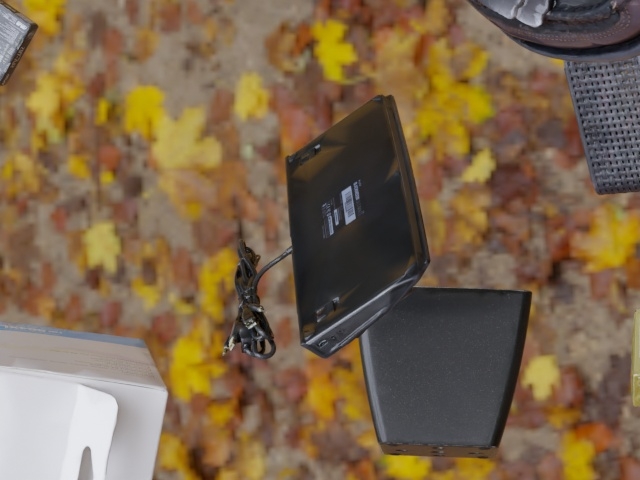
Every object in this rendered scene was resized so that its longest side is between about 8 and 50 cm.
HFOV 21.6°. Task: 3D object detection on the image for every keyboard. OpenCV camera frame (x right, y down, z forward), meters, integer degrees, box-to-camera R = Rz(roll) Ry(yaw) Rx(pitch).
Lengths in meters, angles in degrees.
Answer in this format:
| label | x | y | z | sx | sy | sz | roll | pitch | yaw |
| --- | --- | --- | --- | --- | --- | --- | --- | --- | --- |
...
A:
| label | x | y | z | sx | sy | sz | roll | pitch | yaw |
| --- | --- | --- | --- | --- | --- | --- | --- | --- | --- |
| keyboard | 0.000 | 0.000 | 1.426 | 0.201 | 0.033 | 0.317 | -34 | 26 | 16 |

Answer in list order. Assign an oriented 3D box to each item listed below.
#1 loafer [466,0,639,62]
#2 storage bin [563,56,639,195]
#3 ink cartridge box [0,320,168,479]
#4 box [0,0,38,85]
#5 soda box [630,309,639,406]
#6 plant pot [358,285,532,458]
| label | x | y | z | sx | sy | sz | roll | pitch | yaw |
| --- | --- | --- | --- | --- | --- | --- | --- | --- | --- |
| loafer | 0.079 | -0.172 | 0.862 | 0.109 | 0.095 | 0.302 | -67 | 30 | 15 |
| storage bin | 0.323 | -0.150 | 1.755 | 0.084 | 0.122 | 0.180 | -4 | 118 | 27 |
| ink cartridge box | -0.136 | 0.103 | 0.878 | 0.143 | 0.090 | 0.092 | -147 | 67 | -77 |
| box | -0.310 | -0.192 | 1.541 | 0.083 | 0.018 | 0.067 | 34 | 105 | 9 |
| soda box | 0.328 | 0.093 | 1.273 | 0.181 | 0.061 | 0.058 | 2 | 61 | 11 |
| plant pot | 0.131 | 0.148 | 1.824 | 0.188 | 0.187 | 0.167 | 74 | -162 | -76 |
